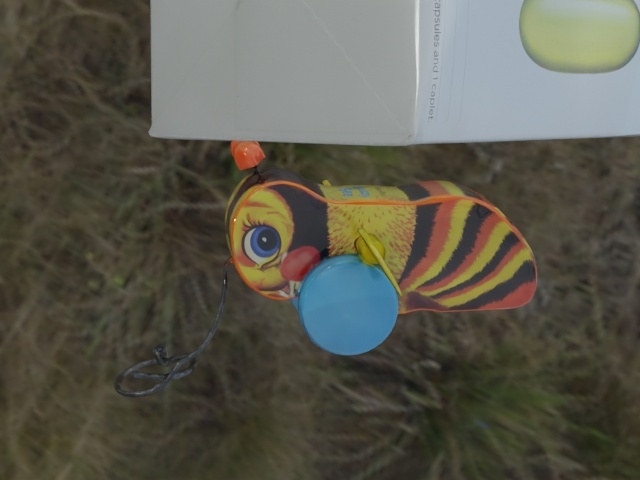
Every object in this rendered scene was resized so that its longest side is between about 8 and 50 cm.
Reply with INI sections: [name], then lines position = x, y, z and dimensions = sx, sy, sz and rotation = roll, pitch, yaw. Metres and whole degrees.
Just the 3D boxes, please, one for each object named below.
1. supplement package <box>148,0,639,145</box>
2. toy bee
[supplement package]
position = 0.046, -0.141, 0.700
dimensions = 0.203, 0.149, 0.194
rotation = -7, 100, -50
[toy bee]
position = 0.000, 0.000, 1.112
dimensions = 0.298, 0.195, 0.162
rotation = -19, 108, -26
